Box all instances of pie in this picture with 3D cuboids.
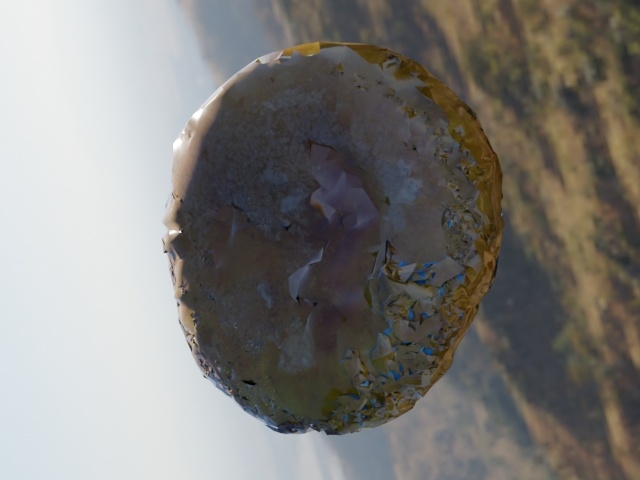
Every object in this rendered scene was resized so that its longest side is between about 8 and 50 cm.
[{"bbox_3d":[-0.001,0.001,1.075,0.069,0.273,0.273,-12,-95,-55],"label":"pie"}]
